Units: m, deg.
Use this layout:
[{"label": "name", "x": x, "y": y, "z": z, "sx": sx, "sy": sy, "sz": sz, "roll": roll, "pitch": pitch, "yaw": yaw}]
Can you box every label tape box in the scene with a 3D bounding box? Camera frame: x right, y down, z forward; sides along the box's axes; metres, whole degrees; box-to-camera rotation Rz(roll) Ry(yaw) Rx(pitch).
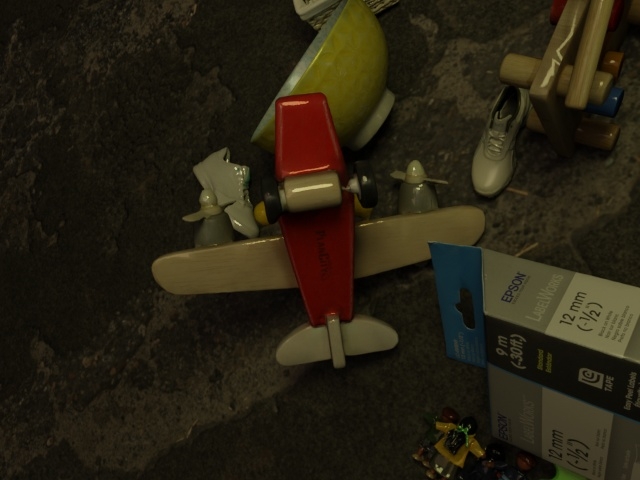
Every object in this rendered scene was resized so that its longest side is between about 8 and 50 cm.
[{"label": "label tape box", "x": 0.278, "y": 0.155, "z": 0.699, "sx": 0.347, "sy": 0.249, "sz": 0.115, "roll": 15, "pitch": 48, "yaw": 34}]

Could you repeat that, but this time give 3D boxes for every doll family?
[{"label": "doll family", "x": 0.220, "y": 0.310, "z": 0.824, "sx": 0.193, "sy": 0.076, "sz": 0.111, "roll": 32, "pitch": 93, "yaw": 25}]

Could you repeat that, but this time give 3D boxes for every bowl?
[{"label": "bowl", "x": 0.027, "y": -0.236, "z": 0.955, "sx": 0.156, "sy": 0.289, "sz": 0.289, "roll": 34, "pitch": 101, "yaw": -14}]

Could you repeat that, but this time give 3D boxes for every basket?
[{"label": "basket", "x": 0.043, "y": -0.450, "z": 1.028, "sx": 0.167, "sy": 0.103, "sz": 0.113, "roll": -22, "pitch": 66, "yaw": 23}]

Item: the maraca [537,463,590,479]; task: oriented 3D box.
[{"label": "maraca", "x": 0.360, "y": 0.342, "z": 0.717, "sx": 0.185, "sy": 0.099, "sz": 0.127, "roll": 33, "pitch": 82, "yaw": 27}]

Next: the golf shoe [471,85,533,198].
[{"label": "golf shoe", "x": 0.262, "y": -0.154, "z": 0.870, "sx": 0.069, "sy": 0.086, "sz": 0.176, "roll": 18, "pitch": 92, "yaw": 29}]

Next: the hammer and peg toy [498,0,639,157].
[{"label": "hammer and peg toy", "x": 0.315, "y": -0.258, "z": 0.698, "sx": 0.127, "sy": 0.361, "sz": 0.266, "roll": 24, "pitch": 95, "yaw": 30}]

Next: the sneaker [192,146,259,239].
[{"label": "sneaker", "x": -0.162, "y": -0.096, "z": 1.108, "sx": 0.094, "sy": 0.080, "sz": 0.212, "roll": -39, "pitch": 63, "yaw": 5}]

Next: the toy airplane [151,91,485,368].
[{"label": "toy airplane", "x": 0.000, "y": 0.000, "z": 0.886, "sx": 0.384, "sy": 0.386, "sz": 0.272, "roll": -48, "pitch": 30, "yaw": 24}]
